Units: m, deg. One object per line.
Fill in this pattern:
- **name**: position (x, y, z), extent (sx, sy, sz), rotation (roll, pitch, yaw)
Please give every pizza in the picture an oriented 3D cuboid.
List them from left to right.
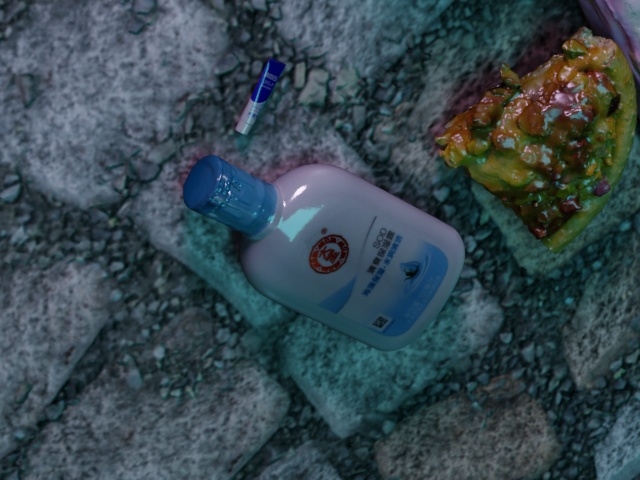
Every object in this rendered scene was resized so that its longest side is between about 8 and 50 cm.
- **pizza**: position (0.234, -0.098, 2.082), extent (0.229, 0.081, 0.289), rotation (2, 131, -14)

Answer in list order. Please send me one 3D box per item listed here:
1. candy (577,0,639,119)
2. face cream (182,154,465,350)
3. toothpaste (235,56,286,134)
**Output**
- **candy**: position (0.388, -0.233, 2.096), extent (0.155, 0.116, 0.265), rotation (-39, 129, -8)
- **face cream**: position (0.000, 0.000, 2.031), extent (0.336, 0.080, 0.163), rotation (27, 101, -36)
- **toothpaste**: position (-0.063, -0.148, 1.961), extent (0.024, 0.015, 0.083), rotation (23, 98, -43)
